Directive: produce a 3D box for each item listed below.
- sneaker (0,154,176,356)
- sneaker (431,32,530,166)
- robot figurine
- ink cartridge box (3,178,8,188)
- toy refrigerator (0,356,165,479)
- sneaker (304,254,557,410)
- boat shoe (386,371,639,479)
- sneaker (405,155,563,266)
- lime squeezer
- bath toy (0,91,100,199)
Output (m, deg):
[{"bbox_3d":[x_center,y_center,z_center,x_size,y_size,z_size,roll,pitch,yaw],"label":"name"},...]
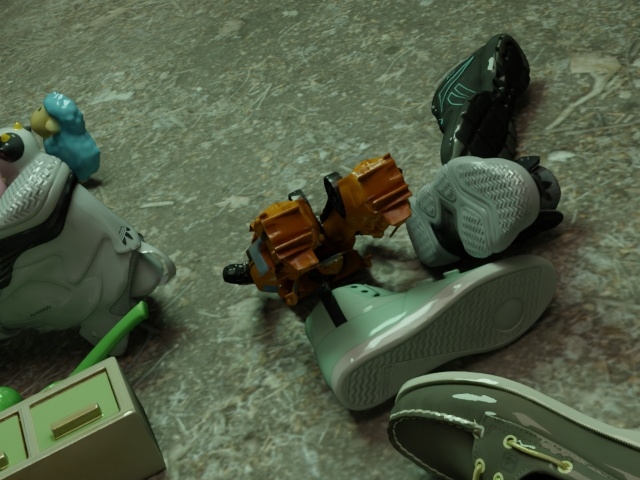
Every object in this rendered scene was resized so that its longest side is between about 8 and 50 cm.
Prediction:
[{"bbox_3d":[-0.337,0.076,1.197,0.366,0.210,0.137,-43,22,31],"label":"sneaker"},{"bbox_3d":[0.197,-0.159,1.305,0.106,0.101,0.267,-21,28,39],"label":"sneaker"},{"bbox_3d":[0.000,0.000,1.062,0.211,0.085,0.291,-26,-9,-10],"label":"robot figurine"},{"bbox_3d":[-0.503,-0.059,1.518,0.104,0.061,0.181,6,43,33],"label":"ink cartridge box"},{"bbox_3d":[-0.302,0.228,1.000,0.269,0.094,0.102,-26,35,-9],"label":"toy refrigerator"},{"bbox_3d":[0.103,0.059,1.029,0.256,0.094,0.151,-25,32,-9],"label":"sneaker"},{"bbox_3d":[0.175,0.189,0.803,0.305,0.109,0.091,14,42,34],"label":"boat shoe"},{"bbox_3d":[0.193,-0.045,1.048,0.153,0.101,0.268,-19,-3,-16],"label":"sneaker"},{"bbox_3d":[-0.331,0.157,1.112,0.310,0.110,0.059,-15,-7,13],"label":"lime squeezer"},{"bbox_3d":[-0.443,-0.056,1.392,0.151,0.129,0.348,29,50,1],"label":"bath toy"}]
